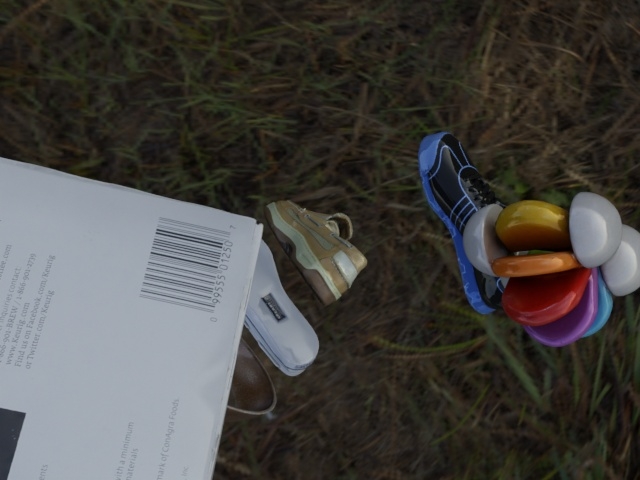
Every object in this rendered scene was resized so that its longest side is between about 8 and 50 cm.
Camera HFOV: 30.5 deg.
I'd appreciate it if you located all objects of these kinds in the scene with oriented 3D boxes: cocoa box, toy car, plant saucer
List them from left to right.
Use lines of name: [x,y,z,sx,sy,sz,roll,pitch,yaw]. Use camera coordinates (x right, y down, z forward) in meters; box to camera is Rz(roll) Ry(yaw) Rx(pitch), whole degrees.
cocoa box: [-0.198,0.155,0.920,0.231,0.228,0.347,13,57,-5]
plant saucer: [-0.182,0.098,1.282,0.310,0.310,0.050,41,98,12]
toy car: [0.239,0.038,1.194,0.159,0.182,0.136,-8,62,35]

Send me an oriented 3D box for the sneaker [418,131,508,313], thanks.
sneaker: [0.196,-0.028,1.398,0.090,0.081,0.232,-19,94,47]

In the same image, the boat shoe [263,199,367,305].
boat shoe: [0.000,0.000,1.174,0.072,0.190,0.068,-35,123,-2]

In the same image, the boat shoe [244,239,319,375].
boat shoe: [-0.097,0.097,1.817,0.258,0.095,0.084,62,153,17]
